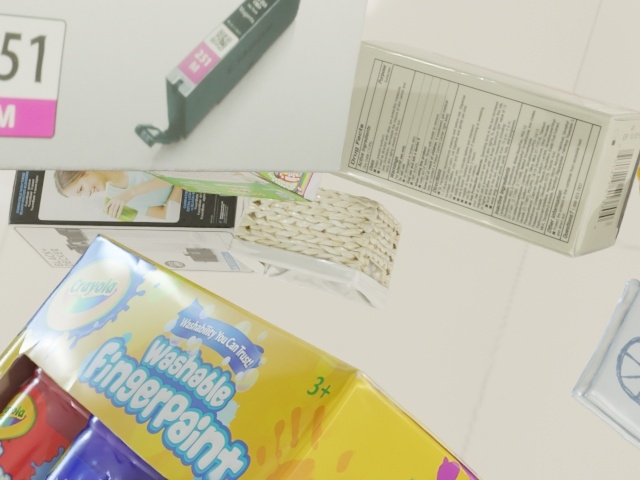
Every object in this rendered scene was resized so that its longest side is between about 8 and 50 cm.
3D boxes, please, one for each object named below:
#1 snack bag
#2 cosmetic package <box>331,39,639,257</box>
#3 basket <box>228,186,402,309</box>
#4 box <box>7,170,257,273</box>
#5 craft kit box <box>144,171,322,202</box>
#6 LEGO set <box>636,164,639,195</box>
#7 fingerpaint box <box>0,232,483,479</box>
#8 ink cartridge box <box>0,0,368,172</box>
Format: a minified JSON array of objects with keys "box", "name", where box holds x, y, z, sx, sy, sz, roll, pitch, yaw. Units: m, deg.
[{"box":[0.476,0.138,1.575,0.323,0.037,0.342,36,61,-6],"name":"snack bag"},{"box":[0.172,-0.101,1.438,0.296,0.129,0.153,22,106,28],"name":"cosmetic package"},{"box":[0.000,0.000,1.566,0.167,0.113,0.103,15,79,24],"name":"basket"},{"box":[-0.229,-0.027,1.751,0.289,0.169,0.087,2,70,8],"name":"box"},{"box":[-0.160,-0.106,1.346,0.250,0.246,0.061,8,75,55],"name":"craft kit box"},{"box":[0.428,-0.043,1.704,0.227,0.087,0.093,7,99,-17],"name":"LEGO set"},{"box":[-0.146,0.216,0.975,0.163,0.445,0.371,43,79,-29],"name":"fingerpaint box"},{"box":[-0.085,-0.154,0.656,0.060,0.275,0.239,22,107,44],"name":"ink cartridge box"}]
